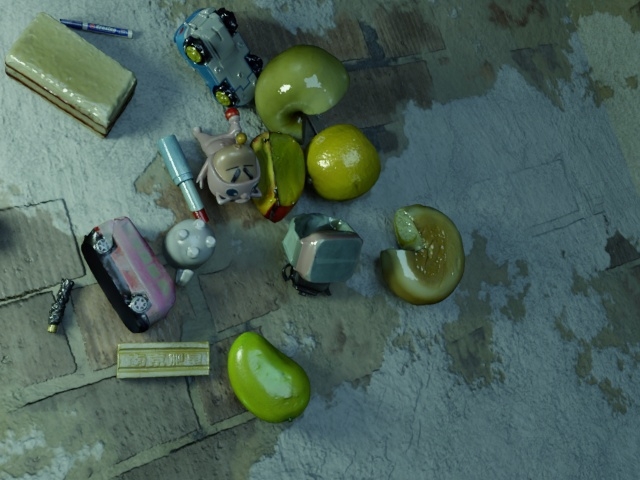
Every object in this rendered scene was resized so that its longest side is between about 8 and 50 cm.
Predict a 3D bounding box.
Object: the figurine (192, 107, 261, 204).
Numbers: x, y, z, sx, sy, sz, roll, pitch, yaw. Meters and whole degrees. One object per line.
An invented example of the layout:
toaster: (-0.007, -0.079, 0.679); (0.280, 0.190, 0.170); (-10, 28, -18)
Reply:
figurine: (-0.273, -0.243, 1.847); (0.176, 0.186, 0.288); (-8, 65, -21)

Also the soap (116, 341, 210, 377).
soap: (-0.420, 0.322, 1.730); (0.252, 0.037, 0.092); (3, 77, -26)

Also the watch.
watch: (0.000, 0.000, 1.905); (0.253, 0.241, 0.162); (1, 119, -35)

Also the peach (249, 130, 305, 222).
peach: (-0.130, -0.191, 1.934); (0.154, 0.158, 0.267); (-14, 96, -37)

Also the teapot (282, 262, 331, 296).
teapot: (-0.038, 0.123, 1.949); (0.177, 0.087, 0.096); (21, 94, -20)

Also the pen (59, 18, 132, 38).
pen: (-0.649, -0.616, 1.862); (0.204, 0.025, 0.025); (3, 76, -26)

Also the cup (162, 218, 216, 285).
cup: (-0.370, 0.022, 1.771); (0.134, 0.142, 0.173); (45, 63, -10)

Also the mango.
mango: (-0.152, 0.391, 1.782); (0.273, 0.149, 0.185); (38, 71, -7)

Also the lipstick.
lipstick: (-0.391, -0.169, 1.850); (0.061, 0.068, 0.274); (-24, 88, -19)

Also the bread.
bread: (0.329, 0.054, 2.097); (0.333, 0.160, 0.333); (6, 77, -24)

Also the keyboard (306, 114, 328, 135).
keyboard: (-0.015, -0.403, 2.127); (0.055, 0.017, 0.166); (-28, 90, -24)

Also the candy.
candy: (-0.674, -0.449, 1.747); (0.320, 0.135, 0.179); (35, 63, -15)

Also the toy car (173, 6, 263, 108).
toy car: (-0.309, -0.542, 1.941); (0.198, 0.166, 0.314); (-57, 133, -26)

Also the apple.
apple: (-0.074, -0.461, 1.952); (0.233, 0.295, 0.258); (24, 51, -26)

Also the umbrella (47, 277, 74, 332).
umbrella: (-0.670, 0.166, 1.645); (0.040, 0.037, 0.144); (21, 66, -26)

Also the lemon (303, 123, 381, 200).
lemon: (0.051, -0.229, 1.996); (0.219, 0.240, 0.240); (-35, 94, -14)

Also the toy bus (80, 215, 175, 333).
toy bus: (-0.504, 0.087, 1.696); (0.147, 0.127, 0.303); (-34, 93, -32)
